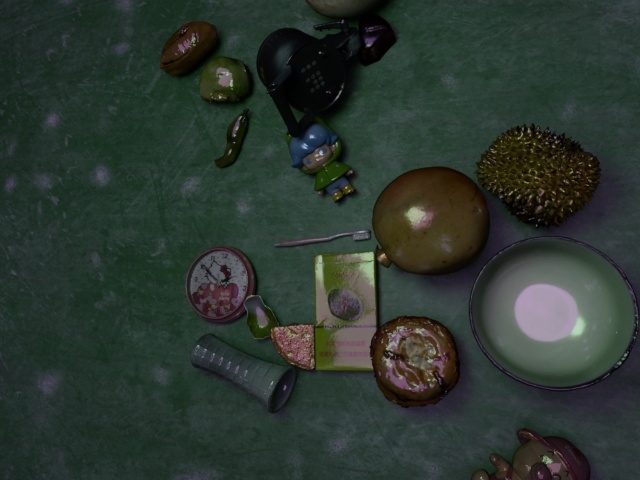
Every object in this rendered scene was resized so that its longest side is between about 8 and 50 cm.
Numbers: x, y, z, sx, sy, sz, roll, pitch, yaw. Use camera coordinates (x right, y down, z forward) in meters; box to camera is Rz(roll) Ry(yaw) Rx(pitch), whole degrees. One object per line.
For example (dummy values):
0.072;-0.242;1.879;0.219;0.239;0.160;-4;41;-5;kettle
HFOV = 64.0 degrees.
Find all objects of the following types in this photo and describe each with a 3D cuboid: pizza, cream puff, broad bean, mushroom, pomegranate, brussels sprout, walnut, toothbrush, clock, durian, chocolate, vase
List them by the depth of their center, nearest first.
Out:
0.530;-0.164;1.273;0.293;0.258;0.258;37;94;26;durian
0.270;-0.042;1.318;0.320;0.319;0.318;-3;80;18;pomegranate
0.245;0.313;1.332;0.240;0.164;0.239;-2;71;7;cream puff
-0.061;0.298;1.493;0.134;0.046;0.175;-38;80;-2;pizza
0.062;-0.815;1.500;0.298;0.290;0.297;-13;58;22;mushroom
-0.233;0.378;1.500;0.299;0.143;0.143;18;88;24;vase
0.000;0.000;1.537;0.308;0.025;0.029;-7;87;17;toothbrush
0.161;-0.616;1.553;0.125;0.080;0.148;9;83;20;chocolate
-0.315;0.137;1.606;0.245;0.056;0.244;-3;80;20;clock
-0.282;-0.333;1.675;0.070;0.048;0.213;29;94;20;broad bean
-0.315;-0.526;1.679;0.183;0.131;0.145;0;103;18;brussels sprout
-0.452;-0.654;1.746;0.245;0.137;0.137;-33;72;21;walnut

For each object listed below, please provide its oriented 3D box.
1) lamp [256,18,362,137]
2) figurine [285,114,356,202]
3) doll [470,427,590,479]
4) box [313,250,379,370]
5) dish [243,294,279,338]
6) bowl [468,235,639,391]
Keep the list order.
-0.072;-0.499;1.512;0.272;0.205;0.374;21;62;42;lamp
0.003;-0.238;1.523;0.162;0.143;0.263;-33;89;21;figurine
0.502;0.562;1.208;0.256;0.152;0.196;-38;85;5;doll
0.075;0.201;1.467;0.187;0.047;0.334;-4;81;18;box
-0.182;0.228;1.549;0.091;0.039;0.137;-26;82;4;dish
0.546;0.174;1.236;0.354;0.185;0.353;-3;81;18;bowl
